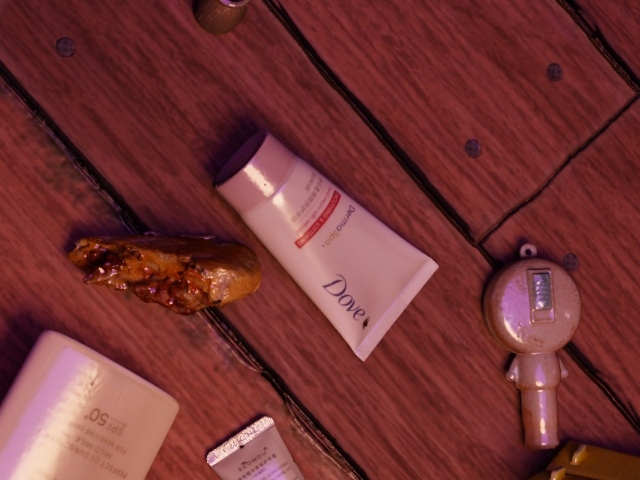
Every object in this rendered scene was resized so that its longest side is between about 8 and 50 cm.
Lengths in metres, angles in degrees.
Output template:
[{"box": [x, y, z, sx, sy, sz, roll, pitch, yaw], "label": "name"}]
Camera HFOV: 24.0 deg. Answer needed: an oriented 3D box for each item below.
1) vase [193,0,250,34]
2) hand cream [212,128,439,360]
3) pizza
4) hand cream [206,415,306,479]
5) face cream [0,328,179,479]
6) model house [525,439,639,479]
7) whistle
[{"box": [-0.097, -0.247, 1.536, 0.053, 0.100, 0.053, 2, 83, -14], "label": "vase"}, {"box": [0.000, 0.000, 1.553, 0.248, 0.083, 0.133, 42, 78, -17], "label": "hand cream"}, {"box": [-0.158, 0.034, 1.493, 0.193, 0.154, 0.069, 6, 101, 7], "label": "pizza"}, {"box": [-0.021, 0.294, 1.527, 0.080, 0.050, 0.234, -34, 88, -15], "label": "hand cream"}, {"box": [-0.278, 0.272, 1.429, 0.173, 0.081, 0.349, 36, 74, -33], "label": "face cream"}, {"box": [0.248, 0.376, 1.550, 0.300, 0.340, 0.324, 12, 49, 26], "label": "model house"}, {"box": [0.230, 0.112, 1.604, 0.107, 0.057, 0.220, -1, 86, -15], "label": "whistle"}]
